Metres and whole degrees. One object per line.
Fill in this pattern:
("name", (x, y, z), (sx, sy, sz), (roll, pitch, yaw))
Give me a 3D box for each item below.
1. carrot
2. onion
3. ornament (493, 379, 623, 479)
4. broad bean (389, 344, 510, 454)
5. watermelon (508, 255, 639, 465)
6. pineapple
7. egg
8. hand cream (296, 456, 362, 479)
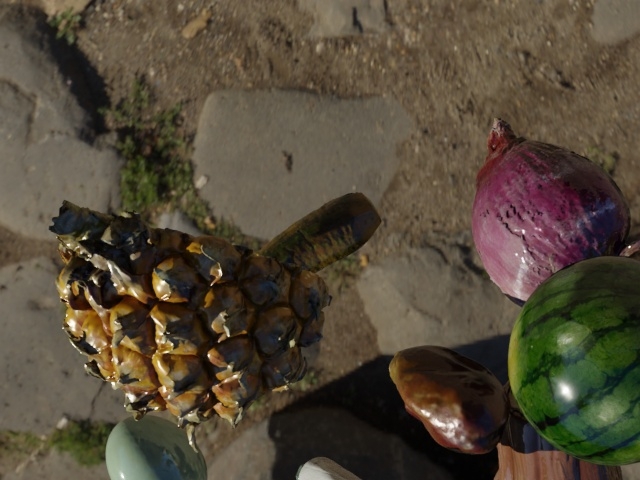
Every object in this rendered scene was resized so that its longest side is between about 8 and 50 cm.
("carrot", (0.000, 0.000, 1.342), (0.173, 0.082, 0.082), (-36, 115, -3))
("onion", (0.312, -0.046, 1.550), (0.159, 0.348, 0.267), (-14, 142, -30))
("ornament", (0.388, 0.331, 1.573), (0.235, 0.221, 0.217), (17, 124, 48))
("broad bean", (0.191, 0.238, 1.487), (0.156, 0.228, 0.122), (-3, 112, -33))
("watermelon", (0.261, 0.118, 0.948), (0.127, 0.204, 0.232), (-6, 160, -30))
("pineapple", (-0.202, 0.101, 1.058), (0.344, 0.208, 0.286), (-7, 156, 34))
("egg", (-0.275, 0.378, 1.642), (0.149, 0.149, 0.192), (-39, 100, 25))
("hand cream", (0.054, 0.396, 1.547), (0.121, 0.076, 0.336), (24, 166, -23))
